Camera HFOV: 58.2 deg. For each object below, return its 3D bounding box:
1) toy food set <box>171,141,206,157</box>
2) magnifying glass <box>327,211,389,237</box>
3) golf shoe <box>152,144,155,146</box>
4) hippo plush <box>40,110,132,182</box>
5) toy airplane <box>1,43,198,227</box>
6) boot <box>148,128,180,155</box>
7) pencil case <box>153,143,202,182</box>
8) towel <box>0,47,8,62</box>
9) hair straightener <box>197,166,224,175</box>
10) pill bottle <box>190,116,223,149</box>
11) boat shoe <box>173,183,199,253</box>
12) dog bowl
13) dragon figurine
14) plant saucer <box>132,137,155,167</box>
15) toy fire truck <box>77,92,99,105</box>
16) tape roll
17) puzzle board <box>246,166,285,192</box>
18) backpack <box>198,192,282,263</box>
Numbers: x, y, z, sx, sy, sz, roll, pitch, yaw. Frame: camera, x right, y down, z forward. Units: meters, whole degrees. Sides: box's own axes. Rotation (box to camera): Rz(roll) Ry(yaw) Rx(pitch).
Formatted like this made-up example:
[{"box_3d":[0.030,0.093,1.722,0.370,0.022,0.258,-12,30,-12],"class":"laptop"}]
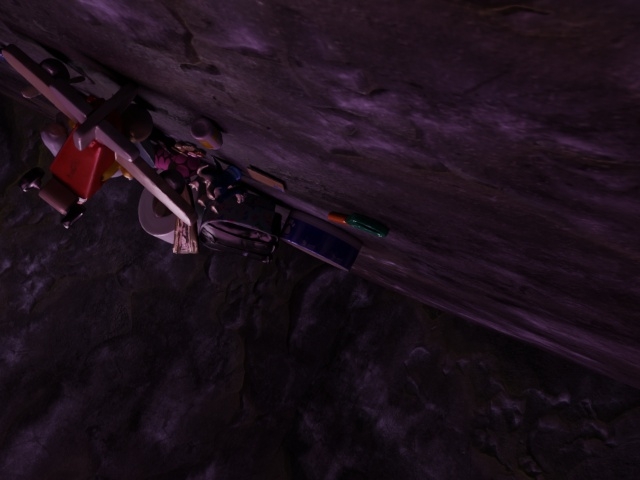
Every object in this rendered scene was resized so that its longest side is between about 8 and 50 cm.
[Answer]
[{"box_3d":[-0.348,-0.246,1.555,0.122,0.019,0.078,11,167,45],"class":"toy food set"},{"box_3d":[0.084,-0.045,1.401,0.092,0.026,0.231,28,174,-29],"class":"magnifying glass"},{"box_3d":[-0.543,-0.281,1.977,0.086,0.069,0.176,22,-179,-42],"class":"golf shoe"},{"box_3d":[-0.717,-0.286,1.807,0.236,0.294,0.234,3,151,30],"class":"hippo plush"},{"box_3d":[-0.448,-0.217,1.200,0.384,0.272,0.386,13,134,24],"class":"toy airplane"},{"box_3d":[-0.456,-0.282,1.608,0.114,0.037,0.106,18,158,44],"class":"boot"},{"box_3d":[-0.437,-0.238,1.724,0.098,0.095,0.209,3,-166,-38],"class":"pencil case"},{"box_3d":[-0.737,-0.438,1.430,0.119,0.029,0.067,29,175,-32],"class":"towel"},{"box_3d":[-0.383,-0.228,1.799,0.230,0.047,0.089,30,-168,40],"class":"hair straightener"},{"box_3d":[-0.214,-0.201,1.097,0.043,0.043,0.083,25,175,12],"class":"pill bottle"},{"box_3d":[-0.443,-0.080,1.825,0.089,0.286,0.105,-6,-153,-8],"class":"boat shoe"},{"box_3d":[0.000,0.000,1.898,0.264,0.104,0.265,26,176,2],"class":"dog bowl"},{"box_3d":[-0.270,-0.169,1.544,0.085,0.144,0.289,26,157,17],"class":"dragon figurine"},{"box_3d":[-0.509,-0.285,1.576,0.195,0.037,0.195,42,165,14],"class":"plant saucer"},{"box_3d":[-0.666,-0.382,1.564,0.192,0.047,0.135,27,175,-2],"class":"toy fire truck"},{"box_3d":[-0.498,-0.135,2.010,0.286,0.286,0.100,23,174,37],"class":"tape roll"},{"box_3d":[-0.133,-0.153,1.443,0.096,0.011,0.128,25,177,2],"class":"puzzle board"},{"box_3d":[-0.266,-0.049,1.887,0.253,0.191,0.225,9,151,-14],"class":"backpack"}]
